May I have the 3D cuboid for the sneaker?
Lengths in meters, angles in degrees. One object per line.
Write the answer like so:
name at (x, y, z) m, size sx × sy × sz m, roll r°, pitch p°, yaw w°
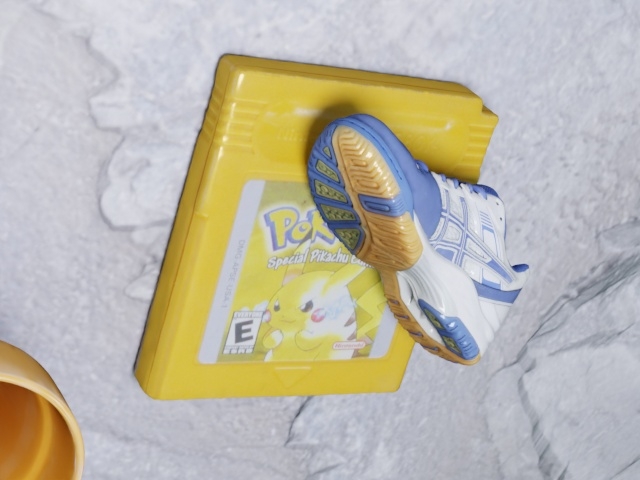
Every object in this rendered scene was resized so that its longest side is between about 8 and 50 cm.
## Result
sneaker at (0.093, -0.022, 1.147) m, size 0.131 × 0.112 × 0.296 m, roll -50°, pitch 134°, yaw -19°

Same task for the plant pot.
plant pot at (-0.309, 0.132, 0.993) m, size 0.205 × 0.188 × 0.205 m, roll -16°, pitch 127°, yaw -22°

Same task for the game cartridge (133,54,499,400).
game cartridge at (0.000, 0.000, 1.182) m, size 0.285 × 0.052 × 0.323 m, roll 2°, pitch 119°, yaw -32°
